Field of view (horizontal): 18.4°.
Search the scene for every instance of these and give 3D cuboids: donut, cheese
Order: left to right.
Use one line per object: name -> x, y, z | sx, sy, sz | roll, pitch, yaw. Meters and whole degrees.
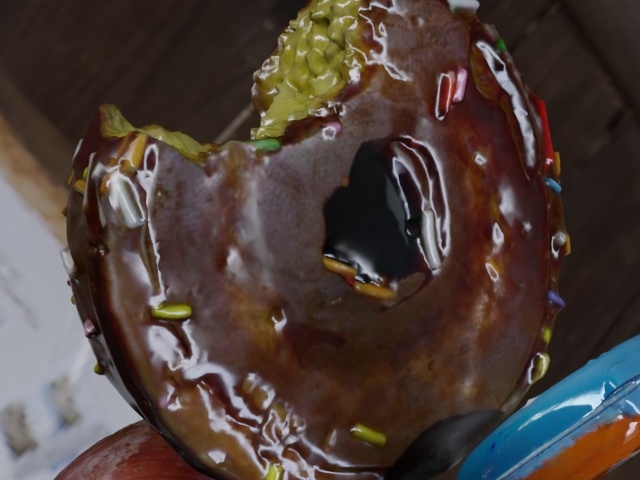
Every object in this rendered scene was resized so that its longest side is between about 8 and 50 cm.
donut -> 0.000, 0.001, 0.836 | 0.216, 0.230, 0.096 | 51, 154, -24
cheese -> 0.077, 0.093, 0.758 | 0.037, 0.106, 0.256 | 57, 151, 13

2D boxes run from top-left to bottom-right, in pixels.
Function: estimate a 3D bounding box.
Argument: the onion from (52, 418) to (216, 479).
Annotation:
onion -> -0.085, 0.169, 0.945 | 0.195, 0.159, 0.159 | -30, 110, 22
